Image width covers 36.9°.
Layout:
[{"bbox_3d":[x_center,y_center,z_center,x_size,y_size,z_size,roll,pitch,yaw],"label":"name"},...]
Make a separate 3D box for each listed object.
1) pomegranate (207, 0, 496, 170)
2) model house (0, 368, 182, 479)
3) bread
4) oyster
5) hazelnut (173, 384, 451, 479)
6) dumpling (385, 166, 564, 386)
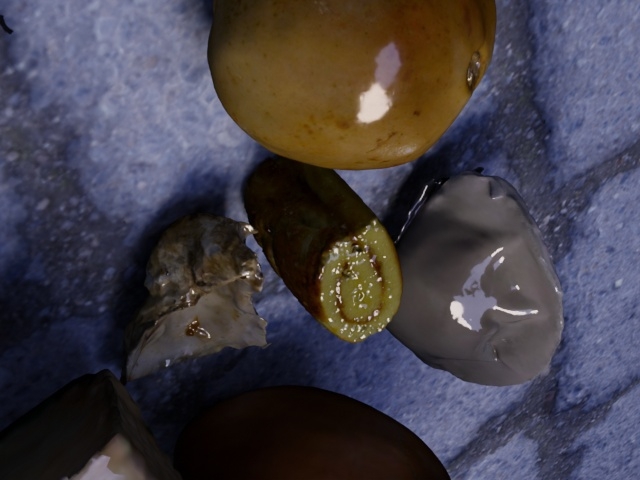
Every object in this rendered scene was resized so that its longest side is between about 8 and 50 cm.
[{"bbox_3d":[0.025,-0.160,0.757,0.233,0.233,0.233,-23,138,-23],"label":"pomegranate"},{"bbox_3d":[-0.234,0.404,0.813,0.445,0.395,0.400,-39,99,-13],"label":"model house"},{"bbox_3d":[0.000,0.000,0.912,0.103,0.172,0.132,-28,132,-11],"label":"bread"},{"bbox_3d":[-0.122,0.055,0.943,0.161,0.107,0.232,-20,155,-34],"label":"oyster"},{"bbox_3d":[-0.015,0.336,1.089,0.366,0.366,0.365,-23,138,-23],"label":"hazelnut"},{"bbox_3d":[0.154,0.060,1.088,0.163,0.204,0.293,-5,138,-23],"label":"dumpling"}]
